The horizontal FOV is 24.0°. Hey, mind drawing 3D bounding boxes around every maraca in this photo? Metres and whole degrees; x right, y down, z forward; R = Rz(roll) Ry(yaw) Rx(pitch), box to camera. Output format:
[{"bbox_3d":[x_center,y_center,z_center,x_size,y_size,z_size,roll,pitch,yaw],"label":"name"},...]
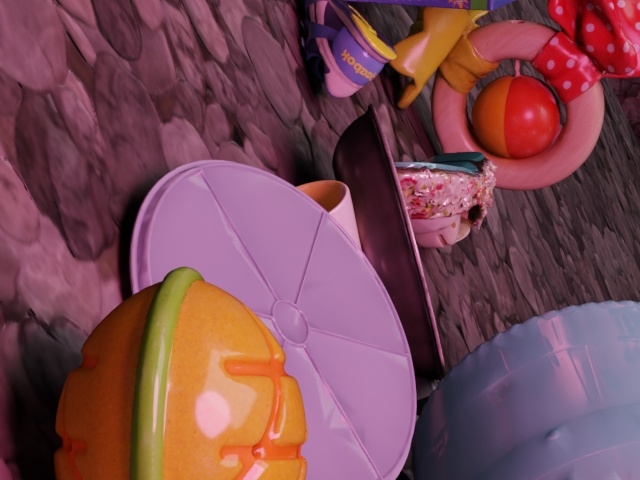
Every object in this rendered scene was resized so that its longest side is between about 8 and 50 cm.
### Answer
[{"bbox_3d":[-0.054,0.101,0.609,0.127,0.099,0.186,-68,158,-63],"label":"maraca"}]

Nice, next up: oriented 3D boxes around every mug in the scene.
[{"bbox_3d":[0.002,0.001,0.941,0.078,0.062,0.064,-48,125,-45],"label":"mug"}]

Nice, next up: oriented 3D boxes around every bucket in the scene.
[{"bbox_3d":[0.187,0.185,0.938,0.281,0.281,0.183,54,18,-35],"label":"bucket"}]

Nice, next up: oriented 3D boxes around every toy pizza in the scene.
[{"bbox_3d":[-0.026,0.050,0.794,0.201,0.032,0.201,32,41,-32],"label":"toy pizza"}]

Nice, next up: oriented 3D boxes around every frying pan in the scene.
[{"bbox_3d":[0.061,0.054,1.064,0.197,0.053,0.326,-104,180,-52],"label":"frying pan"}]

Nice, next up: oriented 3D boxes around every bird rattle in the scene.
[{"bbox_3d":[0.193,-0.149,1.419,0.143,0.253,0.207,-69,158,-65],"label":"bird rattle"}]

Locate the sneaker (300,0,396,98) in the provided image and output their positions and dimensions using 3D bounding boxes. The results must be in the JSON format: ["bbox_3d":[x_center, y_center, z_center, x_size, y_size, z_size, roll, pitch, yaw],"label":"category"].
[{"bbox_3d":[0.009,-0.158,1.184,0.053,0.059,0.144,32,15,-27],"label":"sneaker"}]

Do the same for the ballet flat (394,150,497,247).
[{"bbox_3d":[0.101,-0.032,1.249,0.241,0.091,0.077,-13,103,-69],"label":"ballet flat"}]

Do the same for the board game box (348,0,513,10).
[{"bbox_3d":[0.115,-0.230,1.291,0.201,0.136,0.035,-34,127,-60],"label":"board game box"}]
